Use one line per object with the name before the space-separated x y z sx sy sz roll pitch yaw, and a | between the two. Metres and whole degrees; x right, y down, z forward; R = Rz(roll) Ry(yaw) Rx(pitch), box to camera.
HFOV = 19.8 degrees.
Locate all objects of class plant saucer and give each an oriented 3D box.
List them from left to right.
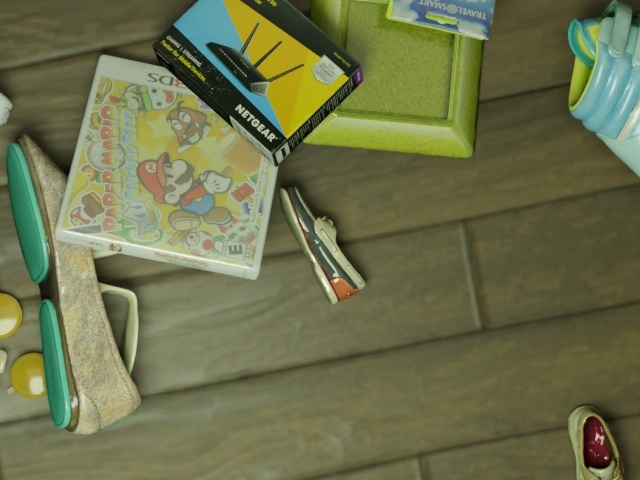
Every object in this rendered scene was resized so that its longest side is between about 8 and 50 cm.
plant saucer | 0.080 -0.189 1.933 0.188 0.045 0.188 5 89 -4

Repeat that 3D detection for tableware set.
tableware set | -0.329 0.109 1.918 0.154 0.024 0.104 11 86 -3

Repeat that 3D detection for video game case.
video game case | -0.147 -0.078 1.871 0.206 0.026 0.227 11 57 -4

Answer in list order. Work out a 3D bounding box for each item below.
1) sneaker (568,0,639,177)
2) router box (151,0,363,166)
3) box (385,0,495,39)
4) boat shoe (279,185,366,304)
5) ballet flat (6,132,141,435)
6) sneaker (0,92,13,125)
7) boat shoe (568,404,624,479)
sneaker | 0.384 -0.220 1.915 0.208 0.127 0.319 36 87 -4
router box | -0.064 -0.183 1.888 0.179 0.046 0.133 42 80 16
box | 0.131 -0.285 1.906 0.109 0.042 0.178 12 64 -4
boat shoe | 0.000 0.000 1.926 0.043 0.049 0.137 -28 94 -7
ballet flat | -0.247 0.041 1.887 0.106 0.107 0.316 -9 85 -24
sneaker | -0.441 -0.180 1.873 0.258 0.094 0.091 36 83 -4
boat shoe | 0.296 0.243 1.946 0.050 0.045 0.135 -19 91 -4
